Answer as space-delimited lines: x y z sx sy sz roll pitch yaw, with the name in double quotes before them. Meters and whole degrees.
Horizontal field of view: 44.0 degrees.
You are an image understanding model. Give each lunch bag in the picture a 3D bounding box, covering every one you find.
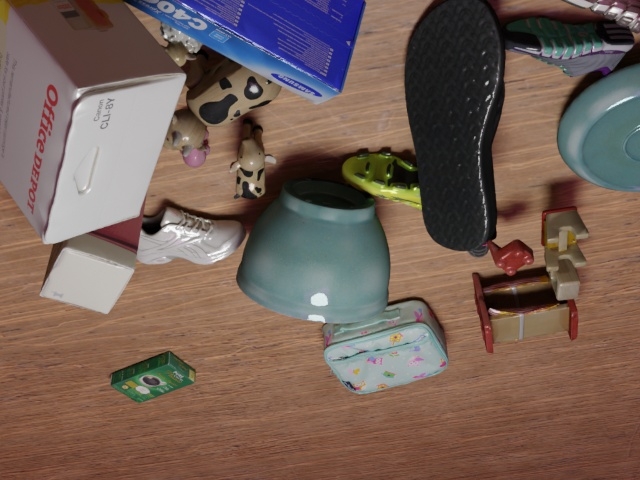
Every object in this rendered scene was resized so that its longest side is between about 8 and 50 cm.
"lunch bag" 0.146 0.252 1.863 0.279 0.107 0.224 -18 137 16

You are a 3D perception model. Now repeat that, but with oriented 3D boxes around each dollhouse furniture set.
"dollhouse furniture set" 0.424 0.065 1.640 0.201 0.152 0.374 -9 138 6

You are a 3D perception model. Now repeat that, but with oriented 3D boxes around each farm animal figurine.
"farm animal figurine" -0.169 -0.203 1.279 0.330 0.172 0.327 27 130 -30

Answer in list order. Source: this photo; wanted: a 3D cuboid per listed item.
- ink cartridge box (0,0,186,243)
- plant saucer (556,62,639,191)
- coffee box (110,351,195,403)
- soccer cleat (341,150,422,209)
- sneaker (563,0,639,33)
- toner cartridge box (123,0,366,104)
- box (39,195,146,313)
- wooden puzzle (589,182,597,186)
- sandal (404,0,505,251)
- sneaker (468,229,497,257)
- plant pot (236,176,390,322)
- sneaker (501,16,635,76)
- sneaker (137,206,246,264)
"ink cartridge box" -0.377 -0.229 1.069 0.160 0.384 0.279 -22 153 -41
"plant saucer" 0.580 -0.183 1.386 0.318 0.043 0.317 3 143 2
"coffee box" -0.416 0.344 1.974 0.184 0.040 0.113 -23 135 21
"soccer cleat" 0.176 -0.093 1.492 0.289 0.093 0.121 7 147 -10
"sneaker" 0.484 -0.400 1.163 0.281 0.106 0.162 13 133 -17
"toner cartridge box" -0.108 -0.346 1.122 0.348 0.165 0.075 24 162 -27
"box" -0.405 -0.010 1.433 0.127 0.232 0.148 20 134 -23
"wooden puzzle" 0.634 -0.186 1.463 0.239 0.044 0.221 2 139 1
"sandal" 0.235 -0.196 1.338 0.168 0.107 0.445 15 126 29
"sneaker" 0.322 -0.012 1.604 0.063 0.074 0.170 -6 139 2
"plant pot" 0.000 0.000 1.472 0.293 0.293 0.196 6 111 -10
"sneaker" 0.390 -0.299 1.285 0.224 0.083 0.098 1 143 -6
"sneaker" -0.264 -0.017 1.549 0.232 0.090 0.115 -7 135 2
